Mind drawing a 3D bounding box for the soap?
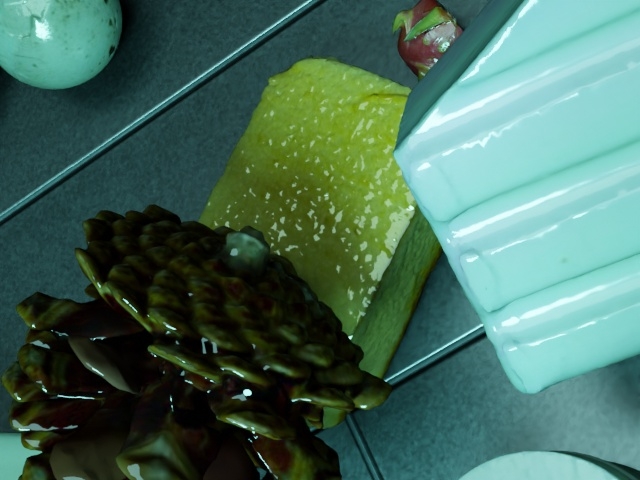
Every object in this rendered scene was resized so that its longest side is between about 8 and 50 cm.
[{"bbox_3d":[0.268,-0.110,0.737,0.446,0.156,0.261,-23,111,19],"label":"soap"}]

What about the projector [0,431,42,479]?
[{"bbox_3d":[-0.217,0.233,1.010,0.242,0.177,0.164,-3,80,26],"label":"projector"}]

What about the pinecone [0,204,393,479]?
[{"bbox_3d":[-0.089,0.114,0.826,0.264,0.264,0.264,-5,77,24],"label":"pinecone"}]

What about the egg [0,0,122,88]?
[{"bbox_3d":[-0.256,-0.214,1.143,0.131,0.131,0.164,-47,66,9],"label":"egg"}]

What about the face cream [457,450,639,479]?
[{"bbox_3d":[0.169,0.234,0.844,0.177,0.153,0.177,-6,75,24],"label":"face cream"}]

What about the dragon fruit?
[{"bbox_3d":[0.091,-0.158,1.011,0.056,0.060,0.083,-39,68,10],"label":"dragon fruit"}]

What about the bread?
[{"bbox_3d":[0.000,0.000,0.995,0.184,0.114,0.275,28,91,31],"label":"bread"}]
